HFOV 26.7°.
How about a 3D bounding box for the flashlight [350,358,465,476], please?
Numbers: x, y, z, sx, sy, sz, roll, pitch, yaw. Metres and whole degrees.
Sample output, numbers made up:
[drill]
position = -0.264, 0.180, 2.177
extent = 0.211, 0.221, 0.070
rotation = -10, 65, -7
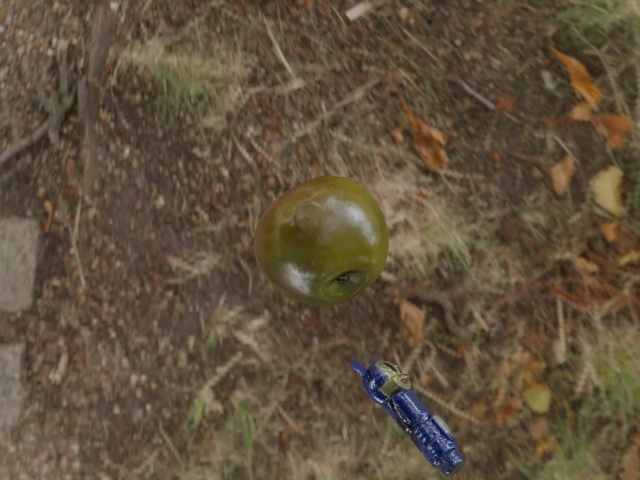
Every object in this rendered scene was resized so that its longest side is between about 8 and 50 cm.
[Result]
[flashlight]
position = 0.074, 0.137, 1.088
extent = 0.035, 0.057, 0.121
rotation = -49, 66, 15

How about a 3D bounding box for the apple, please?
[apple]
position = 0.000, 0.000, 0.884
extent = 0.090, 0.074, 0.089
rotation = -20, 149, -13
